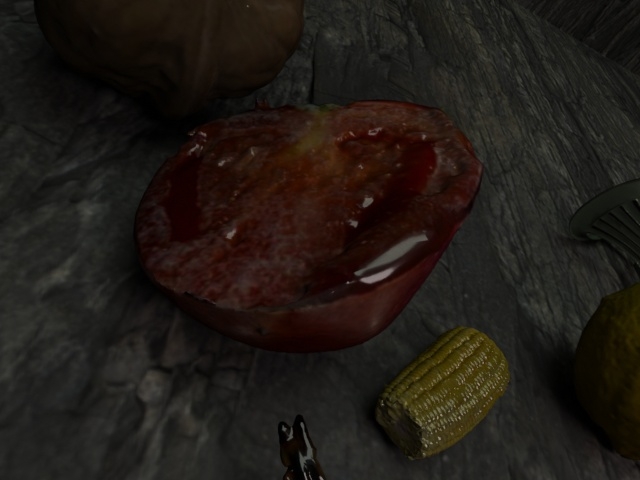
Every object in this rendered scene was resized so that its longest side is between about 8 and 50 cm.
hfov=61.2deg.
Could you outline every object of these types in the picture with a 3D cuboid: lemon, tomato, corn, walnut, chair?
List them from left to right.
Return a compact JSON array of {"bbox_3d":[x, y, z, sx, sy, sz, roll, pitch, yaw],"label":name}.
[{"bbox_3d":[-0.149,-0.249,0.559,0.273,0.273,0.227,26,83,-13],"label":"walnut"},{"bbox_3d":[0.001,0.001,0.496,0.308,0.170,0.309,-6,43,6],"label":"tomato"},{"bbox_3d":[0.120,0.142,0.522,0.165,0.063,0.085,-20,74,-43],"label":"corn"},{"bbox_3d":[0.391,0.141,0.604,0.192,0.231,0.192,25,10,-5],"label":"lemon"},{"bbox_3d":[0.568,0.012,0.869,0.190,0.203,0.275,-26,73,-35],"label":"chair"}]

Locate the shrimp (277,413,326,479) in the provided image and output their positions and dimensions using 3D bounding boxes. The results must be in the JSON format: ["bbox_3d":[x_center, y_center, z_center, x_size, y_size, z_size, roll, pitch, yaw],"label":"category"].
[{"bbox_3d":[0.031,0.245,0.362,0.117,0.066,0.262,4,62,-52],"label":"shrimp"}]
